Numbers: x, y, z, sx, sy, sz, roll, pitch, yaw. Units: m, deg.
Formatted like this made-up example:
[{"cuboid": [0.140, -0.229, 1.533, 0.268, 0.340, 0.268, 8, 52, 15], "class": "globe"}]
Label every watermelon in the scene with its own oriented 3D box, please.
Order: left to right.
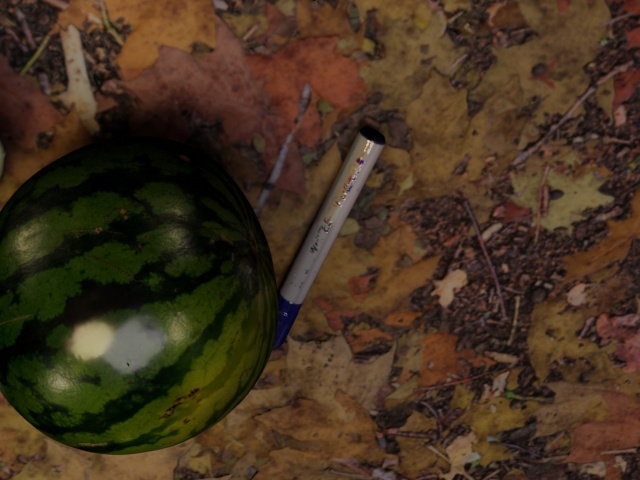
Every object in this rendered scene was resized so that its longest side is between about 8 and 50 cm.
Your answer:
[{"cuboid": [-0.175, 0.054, 1.124, 0.285, 0.285, 0.285, -5, 123, -8], "class": "watermelon"}]

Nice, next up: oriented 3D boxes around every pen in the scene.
[{"cuboid": [0.000, 0.000, 1.275, 0.033, 0.033, 0.269, 17, 117, -21], "class": "pen"}]

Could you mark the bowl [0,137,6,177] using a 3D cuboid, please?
[{"cuboid": [-0.431, -0.033, 1.037, 0.163, 0.307, 0.307, 46, 108, 3], "class": "bowl"}]
